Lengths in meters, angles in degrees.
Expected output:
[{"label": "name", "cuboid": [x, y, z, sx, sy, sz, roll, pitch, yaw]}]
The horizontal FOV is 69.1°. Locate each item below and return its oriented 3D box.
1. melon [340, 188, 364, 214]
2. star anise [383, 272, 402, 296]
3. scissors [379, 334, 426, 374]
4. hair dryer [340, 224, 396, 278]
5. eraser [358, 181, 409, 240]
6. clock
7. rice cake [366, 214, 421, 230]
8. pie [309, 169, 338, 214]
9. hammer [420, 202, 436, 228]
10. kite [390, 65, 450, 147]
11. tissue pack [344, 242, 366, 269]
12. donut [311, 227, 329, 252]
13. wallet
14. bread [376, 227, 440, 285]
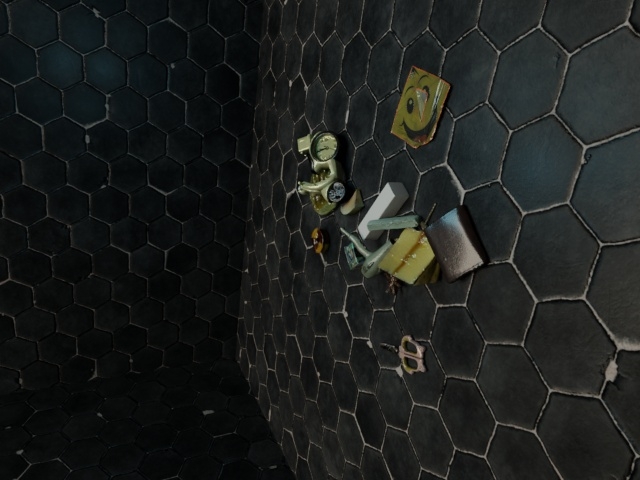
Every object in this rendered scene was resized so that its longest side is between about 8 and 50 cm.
[{"label": "melon", "cuboid": [0.143, -0.161, 2.224, 0.182, 0.054, 0.097, 133, 135, -54]}, {"label": "star anise", "cuboid": [0.309, 0.164, 1.927, 0.141, 0.042, 0.141, -178, 90, -70]}, {"label": "scissors", "cuboid": [0.332, 0.463, 1.931, 0.318, 0.024, 0.160, -4, 89, 63]}, {"label": "hair dryer", "cuboid": [0.214, 0.013, 1.969, 0.229, 0.092, 0.267, -32, 84, 44]}, {"label": "eraser", "cuboid": [0.261, -0.118, 1.962, 0.298, 0.078, 0.076, -59, 42, 47]}, {"label": "clock", "cuboid": [0.008, -0.352, 2.302, 0.277, 0.120, 0.378, -9, 76, 30]}, {"label": "rice cake", "cuboid": [0.292, -0.069, 1.859, 0.245, 0.045, 0.042, -5, 121, 45]}, {"label": "pie", "cuboid": [0.021, -0.276, 2.433, 0.306, 0.071, 0.306, 16, 108, 62]}, {"label": "hammer", "cuboid": [0.410, -0.093, 1.742, 0.035, 0.019, 0.110, 58, 136, 44]}, {"label": "kite", "cuboid": [0.371, -0.518, 1.779, 0.377, 0.013, 0.327, 158, 108, -64]}, {"label": "tissue pack", "cuboid": [0.156, 0.074, 2.184, 0.085, 0.079, 0.111, -48, 51, 56]}, {"label": "donut", "cuboid": [0.000, 0.000, 2.509, 0.140, 0.059, 0.140, 7, 98, 63]}, {"label": "wallet", "cuboid": [0.462, 0.016, 1.592, 0.182, 0.049, 0.229, -39, 58, 40]}, {"label": "bread", "cuboid": [0.338, 0.051, 1.759, 0.240, 0.136, 0.178, 30, 119, 58]}]
